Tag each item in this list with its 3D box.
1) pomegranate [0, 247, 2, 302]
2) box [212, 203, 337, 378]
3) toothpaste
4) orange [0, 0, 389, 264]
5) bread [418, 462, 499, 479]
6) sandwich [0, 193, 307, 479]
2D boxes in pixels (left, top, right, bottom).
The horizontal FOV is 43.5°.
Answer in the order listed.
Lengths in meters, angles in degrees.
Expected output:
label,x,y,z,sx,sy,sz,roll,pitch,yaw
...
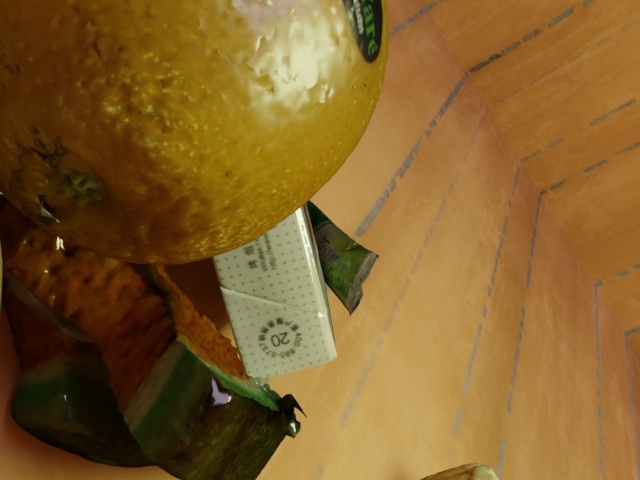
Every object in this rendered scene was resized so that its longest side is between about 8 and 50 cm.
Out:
label,x,y,z,sx,sy,sz,roll,pitch,yaw
pomegranate,-0.285,-0.012,0.290,0.332,0.332,0.333,42,32,-34
box,-0.067,-0.060,0.779,0.210,0.095,0.330,-99,174,-73
toothpaste,0.000,0.000,0.970,0.046,0.078,0.248,15,17,-31
orange,-0.092,-0.122,0.483,0.274,0.274,0.274,42,32,-34
bread,0.147,0.356,0.884,0.106,0.140,0.236,58,29,-13
sandwich,-0.163,0.080,0.605,0.301,0.162,0.250,48,-6,8
